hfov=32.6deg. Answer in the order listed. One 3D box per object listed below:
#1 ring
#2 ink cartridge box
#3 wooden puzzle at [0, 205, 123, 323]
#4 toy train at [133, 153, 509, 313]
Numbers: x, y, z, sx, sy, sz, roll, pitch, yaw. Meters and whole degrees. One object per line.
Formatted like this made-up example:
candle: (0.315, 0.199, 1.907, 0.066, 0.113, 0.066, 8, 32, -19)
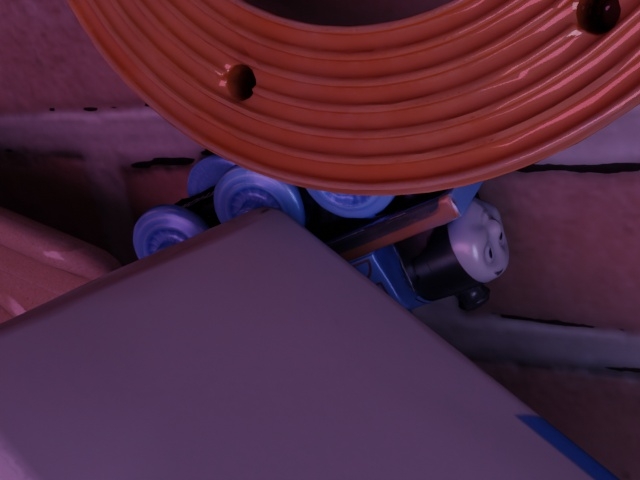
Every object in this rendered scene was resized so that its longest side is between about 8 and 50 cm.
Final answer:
ring: (0.015, -0.184, 0.371, 0.336, 0.032, 0.337, 6, 101, 31)
ink cartridge box: (-0.016, 0.236, 0.437, 0.285, 0.166, 0.395, 38, 133, 27)
wooden puzzle: (-0.241, 0.085, 0.677, 0.322, 0.080, 0.348, 21, 126, 22)
toy train: (0.000, 0.000, 0.485, 0.184, 0.080, 0.105, -22, 108, 33)
